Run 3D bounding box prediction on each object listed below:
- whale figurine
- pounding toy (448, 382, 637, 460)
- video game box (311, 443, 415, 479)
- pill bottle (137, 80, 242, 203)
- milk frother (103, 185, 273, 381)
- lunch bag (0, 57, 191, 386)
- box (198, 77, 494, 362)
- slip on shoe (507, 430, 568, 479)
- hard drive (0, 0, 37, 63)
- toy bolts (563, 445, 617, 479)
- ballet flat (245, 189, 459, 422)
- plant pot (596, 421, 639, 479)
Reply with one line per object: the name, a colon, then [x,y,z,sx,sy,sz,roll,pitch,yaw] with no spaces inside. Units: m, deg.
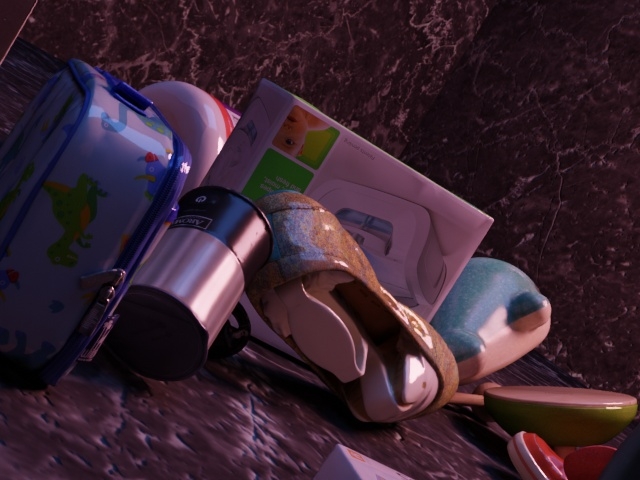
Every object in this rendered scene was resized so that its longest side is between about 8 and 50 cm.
whale figurine: [0.177,0.103,1.314,0.141,0.216,0.272,63,26,3]
pounding toy: [0.267,0.240,1.298,0.237,0.110,0.183,0,-3,35]
video game box: [0.102,0.221,0.654,0.187,0.048,0.205,27,6,-24]
pill bottle: [-0.114,-0.064,1.323,0.181,0.181,0.323,35,6,35]
milk frother: [-0.099,0.058,0.789,0.143,0.129,0.135,59,33,-21]
lunch bag: [-0.163,-0.024,0.671,0.090,0.176,0.219,29,5,-24]
box: [0.000,0.000,1.104,0.262,0.231,0.127,30,5,-23]
slip on shoe: [0.348,0.294,1.112,0.331,0.101,0.123,32,7,16]
hard drive: [-0.388,-0.307,1.118,0.237,0.339,0.064,34,6,26]
toy bolts: [0.332,0.289,0.945,0.228,0.218,0.158,-10,-45,46]
ballet flat: [0.034,0.097,0.958,0.123,0.123,0.348,38,-10,49]
plant pot: [0.312,0.239,0.520,0.323,0.323,0.280,38,-8,48]
